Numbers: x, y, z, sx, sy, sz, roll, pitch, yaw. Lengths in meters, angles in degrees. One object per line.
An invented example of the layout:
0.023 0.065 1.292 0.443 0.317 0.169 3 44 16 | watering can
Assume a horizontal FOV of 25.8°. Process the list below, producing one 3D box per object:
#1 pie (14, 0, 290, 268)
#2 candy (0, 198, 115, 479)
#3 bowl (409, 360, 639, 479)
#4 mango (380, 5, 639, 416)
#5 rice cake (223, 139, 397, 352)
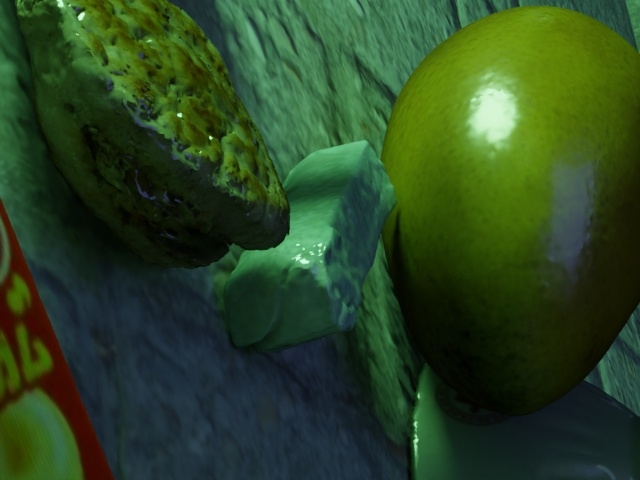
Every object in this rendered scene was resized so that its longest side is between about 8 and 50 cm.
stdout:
-0.082 -0.062 0.692 0.193 0.079 0.163 36 32 -57 | pie
-0.129 0.097 0.430 0.276 0.088 0.146 69 23 -4 | candy
0.205 0.224 1.055 0.337 0.157 0.337 49 31 -43 | bowl
0.149 -0.028 1.025 0.378 0.221 0.264 -66 151 -57 | mango
0.000 0.000 0.853 0.063 0.069 0.206 64 24 -19 | rice cake
